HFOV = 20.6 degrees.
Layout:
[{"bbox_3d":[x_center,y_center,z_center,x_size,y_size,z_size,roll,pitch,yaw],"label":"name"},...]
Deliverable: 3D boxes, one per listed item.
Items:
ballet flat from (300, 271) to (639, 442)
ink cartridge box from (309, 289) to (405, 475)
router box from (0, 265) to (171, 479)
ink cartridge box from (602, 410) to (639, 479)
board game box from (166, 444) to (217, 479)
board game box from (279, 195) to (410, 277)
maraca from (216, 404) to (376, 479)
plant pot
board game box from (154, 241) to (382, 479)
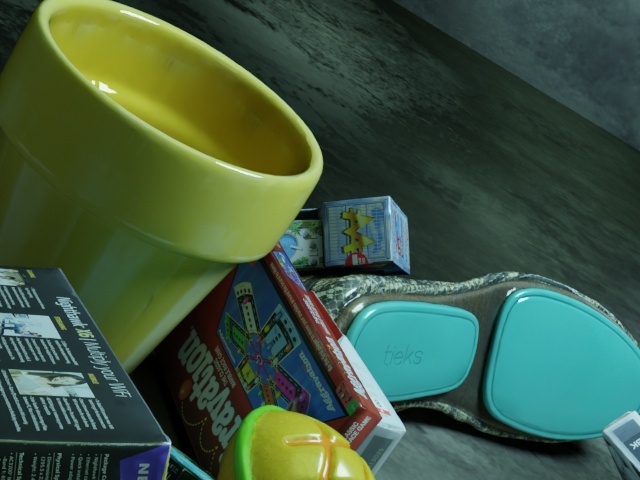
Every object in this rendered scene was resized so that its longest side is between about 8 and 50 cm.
[{"bbox_3d":[0.117,0.094,1.690,0.483,0.164,0.182,10,7,-44],"label":"ballet flat"},{"bbox_3d":[-0.021,0.139,1.355,0.045,0.145,0.179,17,25,-39],"label":"ink cartridge box"},{"bbox_3d":[-0.244,0.091,1.022,0.243,0.081,0.309,4,15,-20],"label":"router box"},{"bbox_3d":[0.350,0.280,1.596,0.208,0.045,0.206,50,-7,44],"label":"ink cartridge box"},{"bbox_3d":[-0.097,0.164,1.221,0.126,0.026,0.186,41,-7,-32],"label":"board game box"},{"bbox_3d":[0.000,0.000,1.589,0.194,0.060,0.194,-2,-6,-7],"label":"board game box"},{"bbox_3d":[-0.003,0.190,1.107,0.185,0.099,0.127,64,26,-4],"label":"maraca"},{"bbox_3d":[-0.164,-0.028,1.386,0.254,0.239,0.254,29,21,-12],"label":"plant pot"},{"bbox_3d":[-0.049,0.108,1.354,0.027,0.145,0.281,29,15,-30],"label":"board game box"}]
